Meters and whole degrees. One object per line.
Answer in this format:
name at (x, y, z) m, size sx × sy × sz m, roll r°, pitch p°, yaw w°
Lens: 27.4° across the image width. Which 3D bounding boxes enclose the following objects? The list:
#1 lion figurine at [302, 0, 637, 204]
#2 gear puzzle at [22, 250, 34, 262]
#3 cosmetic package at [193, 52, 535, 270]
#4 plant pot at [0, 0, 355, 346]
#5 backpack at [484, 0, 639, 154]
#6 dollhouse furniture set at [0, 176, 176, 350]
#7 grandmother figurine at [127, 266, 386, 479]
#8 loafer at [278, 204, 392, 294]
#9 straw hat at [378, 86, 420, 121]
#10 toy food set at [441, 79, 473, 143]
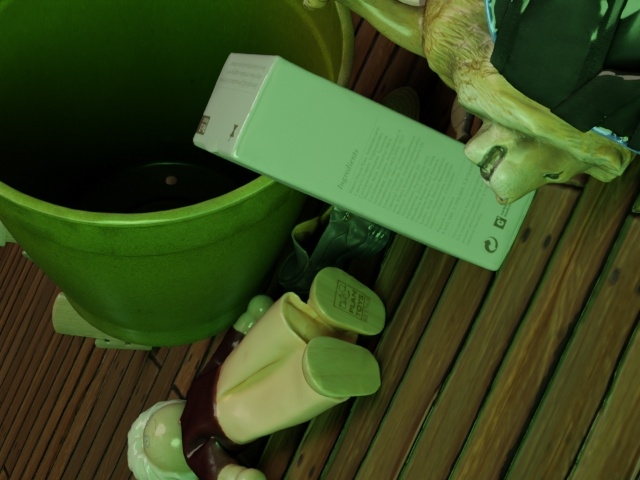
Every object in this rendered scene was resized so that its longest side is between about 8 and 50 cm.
lion figurine at (0.114, -0.182, 0.994) m, size 0.142 × 0.240 × 0.392 m, roll -58°, pitch 12°, yaw 26°
gear puzzle at (-0.340, -0.034, 1.681) m, size 0.044 × 0.339 × 0.175 m, roll -8°, pitch 55°, yaw 30°
cosmetic package at (0.033, -0.061, 0.990) m, size 0.085 × 0.231 × 0.117 m, roll -66°, pitch 23°, yaw 0°
plant pot at (-0.157, -0.079, 1.249) m, size 0.353 × 0.367 × 0.366 m, roll 92°, pitch -173°, yaw -59°
backpack at (0.215, -0.176, 0.691) m, size 0.263 × 0.276 × 0.213 m, roll -62°, pitch -9°, yaw 26°
dollhouse furniture set at (-0.288, -0.066, 1.664) m, size 0.303 × 0.198 × 0.286 m, roll -98°, pitch 18°, yaw -64°
grandmother figurine at (-0.075, 0.142, 1.205) m, size 0.342 × 0.104 × 0.208 m, roll -38°, pitch 26°, yaw 43°
loafer at (0.000, 0.000, 1.224) m, size 0.170 × 0.061 × 0.062 m, roll -39°, pitch 35°, yaw 48°
straw hat at (0.032, -0.095, 1.250) m, size 0.144 × 0.061 × 0.144 m, roll -48°, pitch 28°, yaw 37°
toy food set at (0.131, -0.147, 1.136) m, size 0.078 × 0.019 × 0.122 m, roll -48°, pitch 29°, yaw 37°
